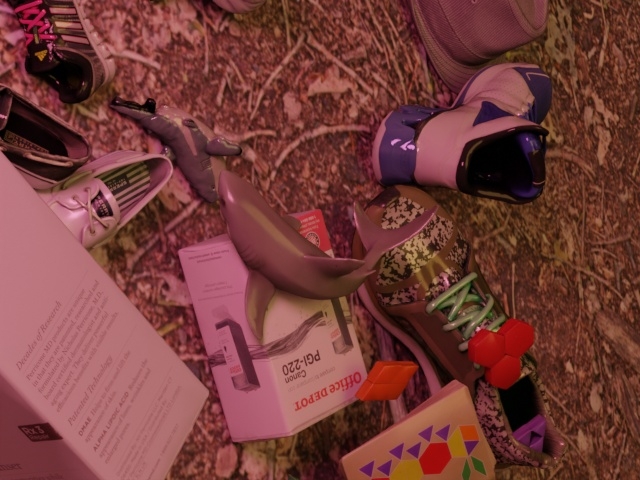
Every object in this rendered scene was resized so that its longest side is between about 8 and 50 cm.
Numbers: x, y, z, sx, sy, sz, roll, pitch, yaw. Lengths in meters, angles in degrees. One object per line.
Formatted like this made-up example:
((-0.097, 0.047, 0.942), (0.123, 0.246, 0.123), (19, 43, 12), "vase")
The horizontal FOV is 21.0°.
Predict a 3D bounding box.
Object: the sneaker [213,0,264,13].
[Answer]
((-0.109, -0.314, 1.825), (0.232, 0.115, 0.090), (12, 72, -49), "sneaker")

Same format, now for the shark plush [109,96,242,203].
((-0.151, -0.102, 1.811), (0.161, 0.073, 0.067), (36, 85, -46), "shark plush")

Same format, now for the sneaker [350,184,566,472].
((0.186, 0.110, 2.031), (0.158, 0.182, 0.410), (-39, 112, -21), "sneaker")

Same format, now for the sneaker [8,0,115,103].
((-0.266, -0.202, 1.684), (0.170, 0.063, 0.075), (57, 37, -31), "sneaker")

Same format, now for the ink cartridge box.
((-0.047, 0.091, 1.857), (0.158, 0.092, 0.218), (-22, 100, -50), "ink cartridge box")

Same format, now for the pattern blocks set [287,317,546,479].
((0.111, 0.248, 1.913), (0.325, 0.026, 0.285), (-21, 117, -22), "pattern blocks set")

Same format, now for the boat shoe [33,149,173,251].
((-0.230, -0.035, 1.675), (0.226, 0.076, 0.083), (-47, 117, -45), "boat shoe")

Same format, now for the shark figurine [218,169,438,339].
((0.017, 0.019, 1.793), (0.278, 0.116, 0.166), (8, 75, -47), "shark figurine")

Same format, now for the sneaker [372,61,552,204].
((0.225, -0.117, 2.147), (0.315, 0.182, 0.127), (-27, 129, -47), "sneaker")

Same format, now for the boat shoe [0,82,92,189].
((-0.311, -0.119, 1.583), (0.219, 0.070, 0.078), (25, 58, -32), "boat shoe")

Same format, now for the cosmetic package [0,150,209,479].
((-0.300, 0.070, 1.457), (0.385, 0.217, 0.156), (50, 46, -29), "cosmetic package")

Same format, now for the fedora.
((0.220, -0.338, 2.265), (0.244, 0.124, 0.275), (-24, 99, -50), "fedora")
